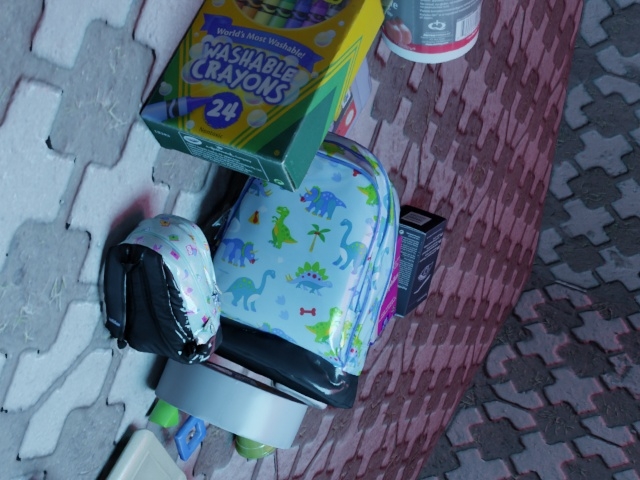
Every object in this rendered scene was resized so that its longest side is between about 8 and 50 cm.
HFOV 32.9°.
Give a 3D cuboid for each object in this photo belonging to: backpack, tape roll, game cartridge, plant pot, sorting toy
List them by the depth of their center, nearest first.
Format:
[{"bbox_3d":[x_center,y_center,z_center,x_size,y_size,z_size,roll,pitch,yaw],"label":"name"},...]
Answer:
[{"bbox_3d":[-0.203,0.059,1.398,0.115,0.152,0.182,-54,143,-49],"label":"backpack"},{"bbox_3d":[-0.021,0.020,1.571,0.355,0.290,0.273,-62,163,-14],"label":"backpack"},{"bbox_3d":[-0.131,0.234,1.605,0.072,0.219,0.219,-68,160,-4],"label":"tape roll"},{"bbox_3d":[-0.286,0.389,1.613,0.347,0.047,0.196,-61,154,-24],"label":"sorting toy"},{"bbox_3d":[-0.002,-0.207,1.768,0.294,0.060,0.196,-62,155,-21],"label":"game cartridge"},{"bbox_3d":[-0.122,0.334,1.948,0.083,0.083,0.079,-52,140,-40],"label":"plant pot"}]

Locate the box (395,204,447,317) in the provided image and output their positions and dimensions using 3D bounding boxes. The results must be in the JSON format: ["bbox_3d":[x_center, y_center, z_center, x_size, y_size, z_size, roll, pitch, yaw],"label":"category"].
[{"bbox_3d":[0.187,0.044,2.408,0.153,0.108,0.207,-28,135,-62],"label":"box"}]

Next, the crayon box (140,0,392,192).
[{"bbox_3d":[-0.058,-0.242,1.368,0.323,0.203,0.083,-64,159,-18],"label":"crayon box"}]

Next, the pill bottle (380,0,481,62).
[{"bbox_3d":[0.189,-0.473,1.824,0.176,0.176,0.318,-55,155,-36],"label":"pill bottle"}]

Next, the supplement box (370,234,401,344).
[{"bbox_3d":[0.086,0.085,2.184,0.111,0.114,0.220,-50,150,-41],"label":"supplement box"}]

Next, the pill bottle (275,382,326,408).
[{"bbox_3d":[0.000,0.216,2.089,0.193,0.108,0.108,-64,159,-14],"label":"pill bottle"}]
